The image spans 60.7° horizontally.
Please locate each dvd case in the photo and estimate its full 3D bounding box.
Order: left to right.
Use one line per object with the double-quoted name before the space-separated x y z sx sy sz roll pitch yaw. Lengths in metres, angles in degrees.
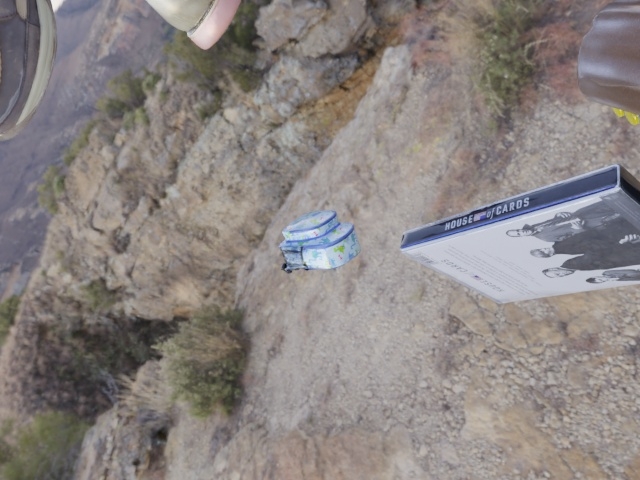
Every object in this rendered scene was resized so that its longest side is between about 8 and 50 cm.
"dvd case" 0.227 0.010 0.554 0.238 0.179 0.030 -19 52 51

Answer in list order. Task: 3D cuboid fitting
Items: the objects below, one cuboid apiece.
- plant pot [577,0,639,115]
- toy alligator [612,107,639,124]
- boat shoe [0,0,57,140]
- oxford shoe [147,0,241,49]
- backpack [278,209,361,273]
"plant pot" 0.408 -0.209 0.633 0.165 0.167 0.167 35 103 51
"toy alligator" 0.439 -0.212 0.772 0.056 0.051 0.190 -27 26 14
"boat shoe" -0.398 -0.298 0.639 0.132 0.130 0.356 -1 85 36
"oxford shoe" -0.192 -0.492 0.876 0.140 0.146 0.397 -33 44 38
"backpack" 0.000 0.000 0.880 0.114 0.084 0.105 3 28 38
